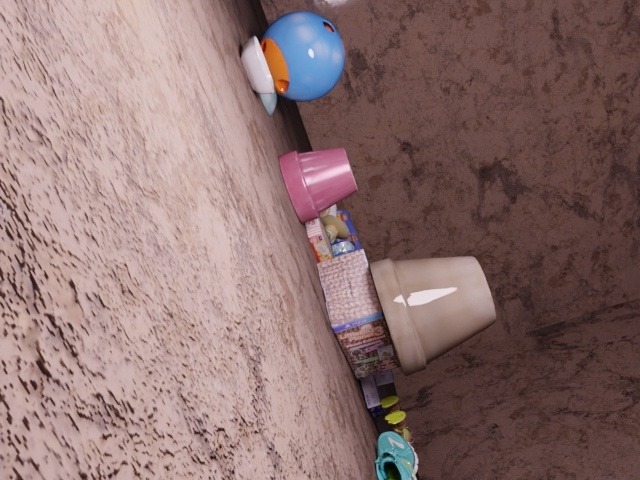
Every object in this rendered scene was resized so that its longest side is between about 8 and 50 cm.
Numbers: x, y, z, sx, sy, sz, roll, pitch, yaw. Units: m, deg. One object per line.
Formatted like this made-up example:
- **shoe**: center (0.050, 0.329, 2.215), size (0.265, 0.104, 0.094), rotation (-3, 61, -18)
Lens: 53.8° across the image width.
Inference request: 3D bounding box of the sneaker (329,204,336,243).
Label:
- **sneaker**: center (0.030, -0.084, 2.503), size (0.094, 0.080, 0.212), rotation (-82, 157, -53)

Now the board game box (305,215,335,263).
- **board game box**: center (0.000, 0.000, 1.930), size (0.147, 0.045, 0.193), rotation (-103, 173, -46)

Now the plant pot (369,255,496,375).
- **plant pot**: center (0.312, 0.175, 1.717), size (0.323, 0.280, 0.323), rotation (-17, 90, -85)

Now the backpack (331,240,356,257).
- **backpack**: center (0.078, 0.048, 2.308), size (0.114, 0.105, 0.084), rotation (37, 33, -73)

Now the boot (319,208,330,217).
- **boot**: center (-0.002, -0.148, 2.212), size (0.207, 0.090, 0.248), rotation (59, 9, -61)

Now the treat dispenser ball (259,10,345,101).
- **treat dispenser ball**: center (-0.062, -0.605, 2.083), size (0.288, 0.288, 0.288), rotation (-18, 90, -86)

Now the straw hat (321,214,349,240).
- **straw hat**: center (0.034, -0.030, 2.342), size (0.061, 0.144, 0.144), rotation (-57, 145, -28)

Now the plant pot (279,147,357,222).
- **plant pot**: center (0.000, -0.171, 1.768), size (0.201, 0.180, 0.201), rotation (-19, 90, -86)

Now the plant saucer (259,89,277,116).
- **plant saucer**: center (-0.165, -0.467, 1.880), size (0.195, 0.037, 0.195), rotation (-18, 90, -86)

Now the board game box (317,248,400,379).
- **board game box**: center (0.113, 0.215, 1.812), size (0.291, 0.141, 0.232), rotation (67, 7, -47)

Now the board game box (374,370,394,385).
- **board game box**: center (0.197, 0.371, 2.351), size (0.318, 0.065, 0.319), rotation (80, -2, -80)

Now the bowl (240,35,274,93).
- **bowl**: center (-0.171, -0.459, 1.669), size (0.142, 0.053, 0.142), rotation (-101, 172, -60)

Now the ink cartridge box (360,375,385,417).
- **ink cartridge box**: center (0.148, 0.435, 1.966), size (0.097, 0.046, 0.207), rotation (68, 6, -55)

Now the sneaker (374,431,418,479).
- **sneaker**: center (0.189, 0.573, 1.606), size (0.110, 0.107, 0.275), rotation (60, 8, -19)

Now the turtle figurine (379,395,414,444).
- **turtle figurine**: center (0.230, 0.581, 1.847), size (0.269, 0.087, 0.217), rotation (-82, 164, -60)

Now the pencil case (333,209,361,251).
- **pencil case**: center (0.103, 0.025, 2.633), size (0.133, 0.119, 0.306), rotation (125, -46, -55)
